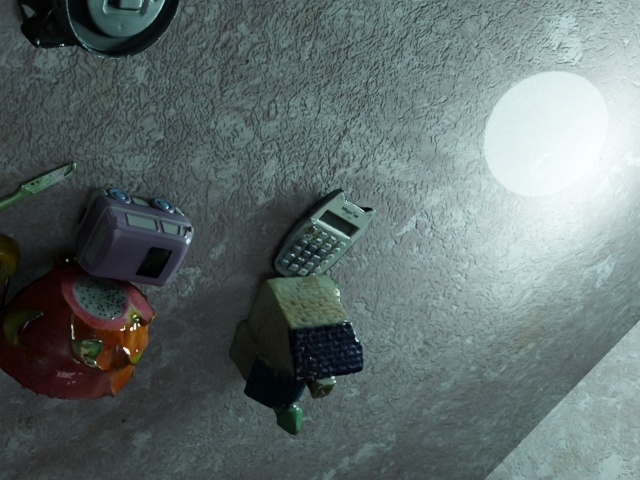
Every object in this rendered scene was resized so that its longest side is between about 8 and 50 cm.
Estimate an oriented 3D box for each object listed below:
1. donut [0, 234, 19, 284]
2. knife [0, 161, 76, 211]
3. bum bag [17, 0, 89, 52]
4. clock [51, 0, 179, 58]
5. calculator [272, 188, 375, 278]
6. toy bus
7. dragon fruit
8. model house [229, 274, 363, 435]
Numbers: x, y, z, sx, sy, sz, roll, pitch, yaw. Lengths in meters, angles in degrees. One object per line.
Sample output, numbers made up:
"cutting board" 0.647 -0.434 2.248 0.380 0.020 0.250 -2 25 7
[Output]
"donut" -0.596 0.040 1.309 0.097 0.043 0.108 -15 136 -23
"knife" -0.528 -0.086 1.272 0.207 0.014 0.030 -30 136 -12
"bum bag" -0.399 -0.410 1.044 0.142 0.079 0.326 -32 137 -23
"clock" -0.304 -0.389 1.091 0.226 0.049 0.226 -44 153 -30
"calculator" 0.000 0.000 1.680 0.268 0.040 0.177 -49 136 11
"toy bus" -0.349 0.000 1.368 0.202 0.142 0.142 14 115 -41
"dragon fruit" -0.449 0.155 1.333 0.290 0.291 0.189 9 119 -39
"model house" -0.049 0.280 1.695 0.243 0.284 0.298 1 129 -27
